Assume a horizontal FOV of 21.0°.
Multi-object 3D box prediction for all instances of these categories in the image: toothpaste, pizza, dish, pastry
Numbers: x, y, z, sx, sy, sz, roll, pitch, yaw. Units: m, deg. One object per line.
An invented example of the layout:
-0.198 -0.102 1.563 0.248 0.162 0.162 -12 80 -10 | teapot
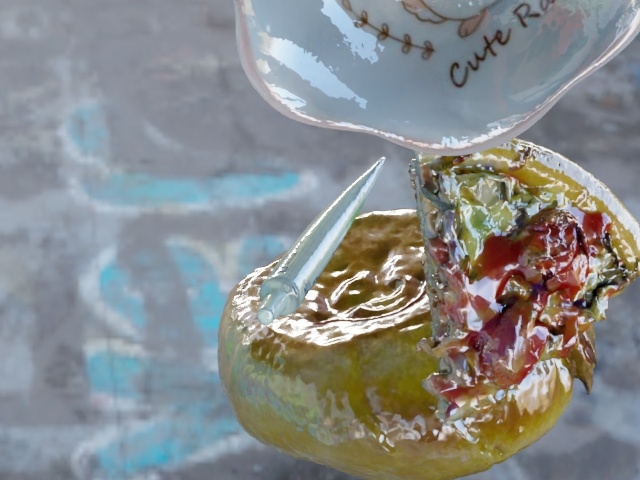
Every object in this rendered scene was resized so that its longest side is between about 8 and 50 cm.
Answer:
0.000 0.000 1.190 0.029 0.048 0.197 41 38 -4 | toothpaste
0.133 0.034 1.128 0.201 0.193 0.053 16 -3 -26 | pizza
0.054 -0.156 0.848 0.229 0.229 0.081 0 33 -9 | dish
0.074 0.099 1.601 0.356 0.163 0.356 -7 30 4 | pastry
